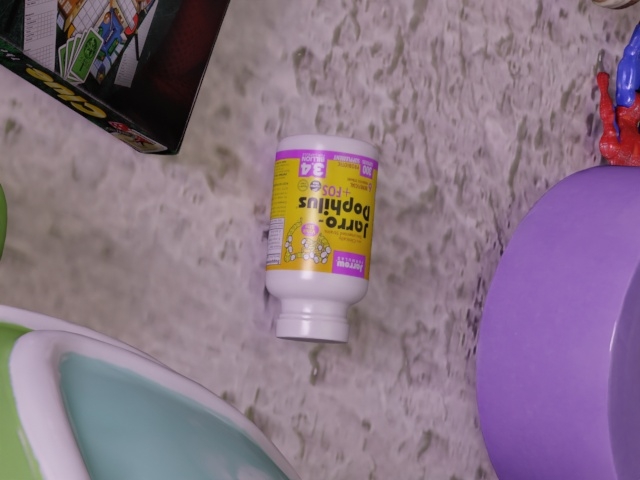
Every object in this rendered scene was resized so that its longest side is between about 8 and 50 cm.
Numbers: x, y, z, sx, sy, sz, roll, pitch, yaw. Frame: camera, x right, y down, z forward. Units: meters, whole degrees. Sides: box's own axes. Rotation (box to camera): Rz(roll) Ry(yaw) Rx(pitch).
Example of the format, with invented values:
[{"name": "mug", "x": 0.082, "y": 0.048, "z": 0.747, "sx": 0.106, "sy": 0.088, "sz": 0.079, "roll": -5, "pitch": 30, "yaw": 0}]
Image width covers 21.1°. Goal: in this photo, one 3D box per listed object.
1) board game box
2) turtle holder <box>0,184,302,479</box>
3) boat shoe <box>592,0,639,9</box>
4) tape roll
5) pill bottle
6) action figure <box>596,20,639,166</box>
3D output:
[{"name": "board game box", "x": -0.068, "y": -0.178, "z": 0.662, "sx": 0.136, "sy": 0.030, "sz": 0.260, "roll": 33, "pitch": 66, "yaw": -38}, {"name": "turtle holder", "x": -0.112, "y": 0.125, "z": 0.478, "sx": 0.227, "sy": 0.320, "sz": 0.243, "roll": -1, "pitch": 117, "yaw": -40}, {"name": "boat shoe", "x": 0.133, "y": -0.208, "z": 0.851, "sx": 0.072, "sy": 0.068, "sz": 0.190, "roll": 14, "pitch": 69, "yaw": -32}, {"name": "tape roll", "x": 0.167, "y": 0.058, "z": 0.845, "sx": 0.189, "sy": 0.080, "sz": 0.189, "roll": -7, "pitch": 99, "yaw": -44}, {"name": "pill bottle", "x": 0.000, "y": 0.000, "z": 0.714, "sx": 0.043, "sy": 0.043, "sz": 0.083, "roll": 11, "pitch": 81, "yaw": -45}, {"name": "action figure", "x": 0.162, "y": -0.076, "z": 0.895, "sx": 0.038, "sy": 0.030, "sz": 0.115, "roll": 22, "pitch": 78, "yaw": -38}]
